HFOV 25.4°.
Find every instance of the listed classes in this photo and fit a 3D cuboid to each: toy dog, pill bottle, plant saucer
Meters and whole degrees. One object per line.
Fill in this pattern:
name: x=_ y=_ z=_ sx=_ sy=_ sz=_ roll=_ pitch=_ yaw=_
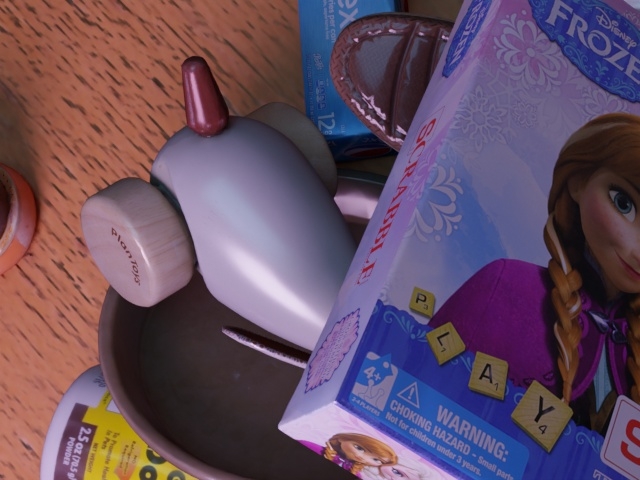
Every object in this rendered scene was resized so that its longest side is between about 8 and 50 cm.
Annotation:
toy dog: x=0.000 y=0.000 z=0.855 sx=0.333 sy=0.161 sz=0.220 roll=20 pitch=51 yaw=21
pill bottle: x=-0.070 y=0.161 z=0.956 sx=0.215 sy=0.117 sz=0.117 roll=12 pitch=83 yaw=16
plant saucer: x=-0.006 y=0.060 z=0.937 sx=0.277 sy=0.041 sz=0.278 roll=-1 pitch=47 yaw=1

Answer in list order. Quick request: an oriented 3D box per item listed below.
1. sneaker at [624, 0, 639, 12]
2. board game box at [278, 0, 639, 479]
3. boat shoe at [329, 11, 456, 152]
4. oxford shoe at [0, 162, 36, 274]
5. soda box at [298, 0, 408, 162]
sneaker: x=0.296 y=-0.175 z=0.923 sx=0.330 sy=0.122 sz=0.146 roll=6 pitch=83 yaw=15
board game box: x=0.176 y=0.040 z=0.782 sx=0.318 sy=0.066 sz=0.318 roll=32 pitch=59 yaw=-15
boat shoe: x=0.127 y=-0.077 z=0.942 sx=0.257 sy=0.095 sz=0.095 roll=24 pitch=100 yaw=-2
oxford shoe: x=-0.406 y=-0.003 z=1.067 sx=0.363 sy=0.133 sz=0.130 roll=-16 pitch=76 yaw=11
soda box: x=0.025 y=-0.166 z=1.021 sx=0.071 sy=0.067 sz=0.210 roll=-7 pitch=78 yaw=13
